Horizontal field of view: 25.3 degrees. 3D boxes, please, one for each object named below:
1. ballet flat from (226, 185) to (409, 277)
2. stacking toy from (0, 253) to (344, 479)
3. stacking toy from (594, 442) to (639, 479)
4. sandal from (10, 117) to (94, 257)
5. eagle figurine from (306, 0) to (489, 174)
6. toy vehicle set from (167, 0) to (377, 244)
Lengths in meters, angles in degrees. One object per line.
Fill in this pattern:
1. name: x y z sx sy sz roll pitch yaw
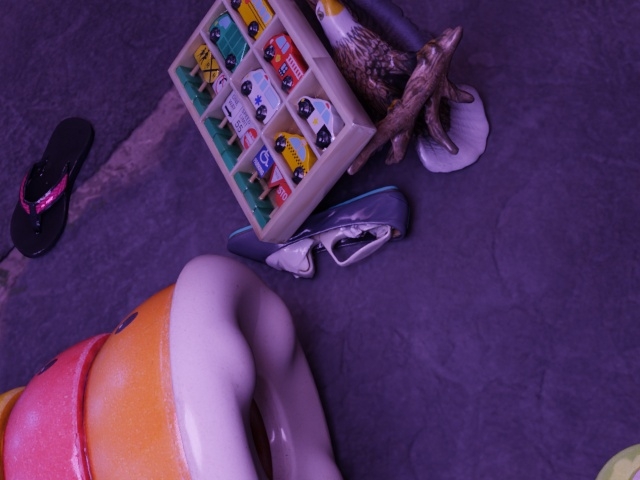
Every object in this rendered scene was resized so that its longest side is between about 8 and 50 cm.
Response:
1. ballet flat: 0.000 0.000 1.525 0.203 0.074 0.074 -16 66 6
2. stacking toy: -0.242 0.235 1.352 0.480 0.350 0.350 -16 66 12
3. stacking toy: 0.403 0.224 1.297 0.279 0.130 0.309 -44 65 -5
4. sandal: -0.316 -0.067 1.647 0.067 0.040 0.179 12 73 19
5. eagle figurine: 0.030 -0.193 1.553 0.226 0.225 0.298 -14 22 -33
6. toy vehicle set: -0.057 -0.147 1.477 0.166 0.035 0.267 -51 50 28
